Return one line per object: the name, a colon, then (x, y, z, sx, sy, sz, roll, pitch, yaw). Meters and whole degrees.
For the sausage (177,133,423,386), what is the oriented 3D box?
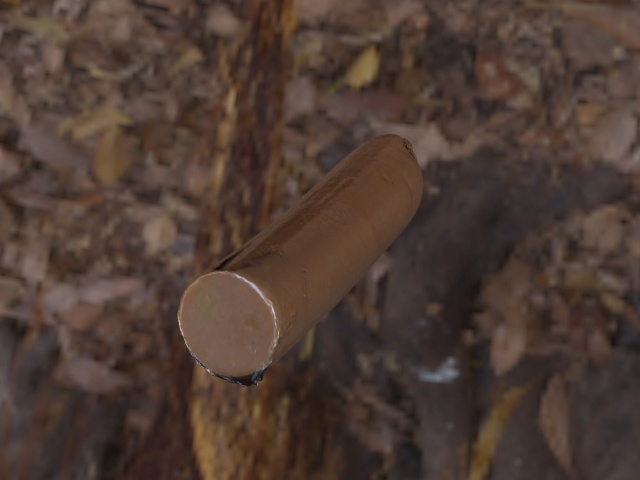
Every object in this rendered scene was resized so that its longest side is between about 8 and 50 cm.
sausage: (0.000, 0.000, 0.434, 0.026, 0.116, 0.026, 7, 111, 18)
